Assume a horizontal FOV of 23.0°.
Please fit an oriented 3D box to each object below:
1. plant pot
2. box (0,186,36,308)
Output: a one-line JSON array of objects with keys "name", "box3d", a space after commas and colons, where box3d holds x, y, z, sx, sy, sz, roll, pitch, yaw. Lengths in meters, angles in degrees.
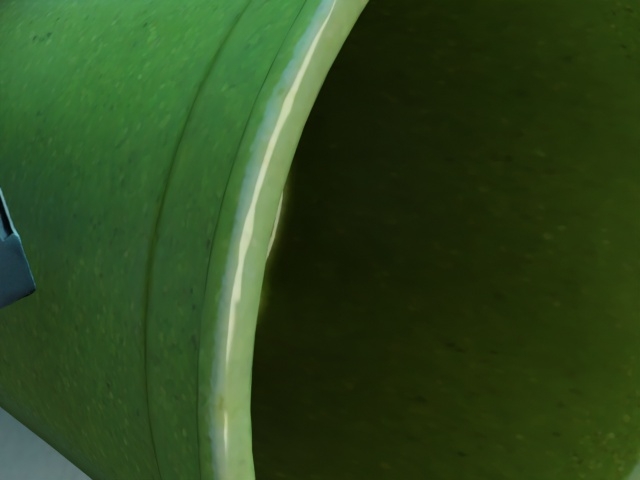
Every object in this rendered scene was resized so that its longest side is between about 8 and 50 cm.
[{"name": "plant pot", "box3d": [0.000, 0.000, 0.504, 0.276, 0.254, 0.276, -10, 105, -40]}, {"name": "box", "box3d": [-0.172, -0.047, 0.409, 0.093, 0.158, 0.156, -30, 115, -36]}]
